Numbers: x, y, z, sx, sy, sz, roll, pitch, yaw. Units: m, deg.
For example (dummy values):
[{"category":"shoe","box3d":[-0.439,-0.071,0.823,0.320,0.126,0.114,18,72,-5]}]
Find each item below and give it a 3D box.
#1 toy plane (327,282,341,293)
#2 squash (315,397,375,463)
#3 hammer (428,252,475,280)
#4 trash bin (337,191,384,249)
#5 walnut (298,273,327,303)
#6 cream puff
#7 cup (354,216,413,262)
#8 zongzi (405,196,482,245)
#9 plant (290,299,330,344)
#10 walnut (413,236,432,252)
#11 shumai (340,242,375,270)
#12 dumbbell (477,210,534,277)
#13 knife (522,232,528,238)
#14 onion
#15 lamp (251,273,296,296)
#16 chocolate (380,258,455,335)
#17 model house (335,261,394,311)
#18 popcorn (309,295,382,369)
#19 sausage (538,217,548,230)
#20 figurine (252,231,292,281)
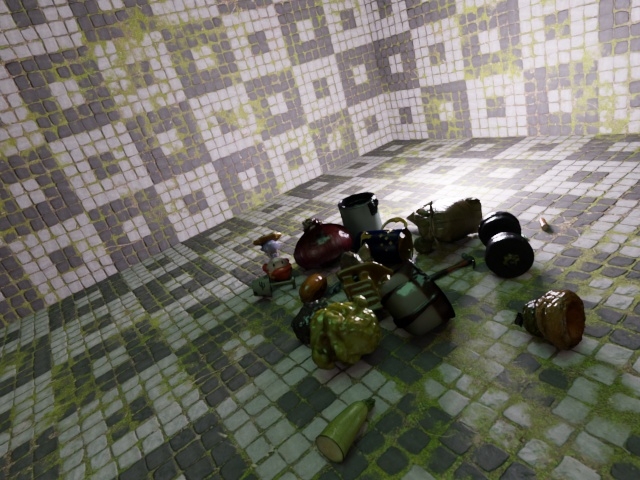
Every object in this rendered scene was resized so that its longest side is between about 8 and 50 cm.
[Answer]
[{"category":"toy plane","box3d":[0.070,0.226,1.906,0.083,0.031,0.078,-30,26,-26]},{"category":"squash","box3d":[0.091,0.529,1.164,0.094,0.095,0.224,5,26,42]},{"category":"hammer","box3d":[0.555,0.134,1.772,0.287,0.033,0.111,-22,23,-10]},{"category":"trash bin","box3d":[0.230,-0.110,2.252,0.217,0.263,0.277,-33,27,-31]},{"category":"walnut","box3d":[-0.037,0.228,1.874,0.115,0.116,0.207,-3,22,31]},{"category":"cream puff","box3d":[0.711,0.244,1.266,0.183,0.184,0.168,-34,16,-33]},{"category":"cup","box3d":[0.333,0.011,2.027,0.256,0.179,0.255,0,25,38]},{"category":"zongzi","box3d":[0.498,-0.078,2.009,0.499,0.219,0.466,-14,3,-43]},{"category":"plant","box3d":[-0.021,0.320,1.636,0.129,0.132,0.194,12,41,45]},{"category":"walnut","box3d":[0.508,0.022,1.995,0.092,0.092,0.092,-15,23,6]},{"category":"shumai","box3d":[0.185,0.109,1.920,0.152,0.162,0.209,-28,-2,-22]},{"category":"dumbbell","box3d":[0.775,0.010,1.700,0.185,0.185,0.388,-9,24,18]},{"category":"knife","box3d":[0.932,-0.044,1.928,0.030,0.014,0.207,-17,22,1]},{"category":"onion","box3d":[0.000,0.000,2.144,0.347,0.286,0.347,-27,7,3]},{"category":"lamp","box3d":[-0.234,0.222,2.025,0.214,0.122,0.121,-9,23,-3]},{"category":"chocolate","box3d":[0.330,0.227,1.473,0.186,0.284,0.283,-38,25,-2]},{"category":"model house","box3d":[0.221,0.208,1.661,0.267,0.174,0.239,-19,22,4]},{"category":"popcorn","box3d":[0.085,0.328,1.428,0.250,0.235,0.242,-31,44,15]},{"category":"sausage","box3d":[1.055,-0.083,1.904,0.031,0.031,0.107,-7,26,23]},{"category":"figurine","box3d":[-0.244,0.105,2.185,0.180,0.257,0.208,-5,-21,-46]}]
